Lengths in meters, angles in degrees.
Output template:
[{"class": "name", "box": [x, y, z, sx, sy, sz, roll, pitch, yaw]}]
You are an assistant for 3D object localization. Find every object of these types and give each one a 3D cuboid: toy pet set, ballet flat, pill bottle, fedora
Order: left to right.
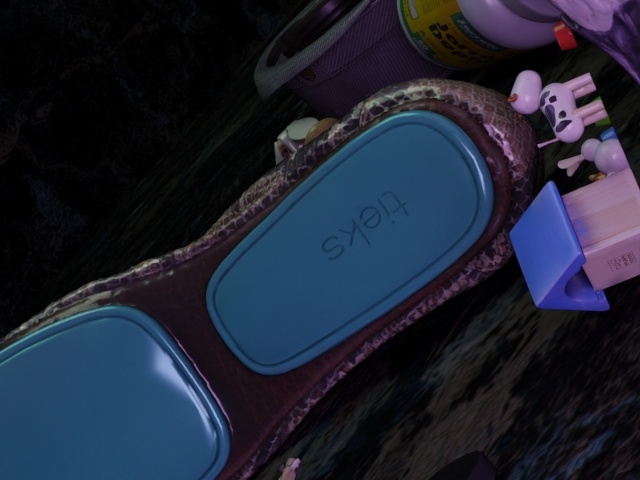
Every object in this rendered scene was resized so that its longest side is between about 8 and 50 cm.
[{"class": "ballet flat", "box": [-0.053, 0.062, 1.088, 0.483, 0.164, 0.182, -35, -6, 19]}, {"class": "ballet flat", "box": [-0.005, -0.087, 1.624, 0.080, 0.073, 0.232, -46, 10, -11]}, {"class": "fedora", "box": [0.064, -0.194, 1.622, 0.275, 0.124, 0.243, -32, 18, 41]}, {"class": "pill bottle", "box": [0.147, -0.206, 1.373, 0.117, 0.117, 0.208, -47, 11, -13]}, {"class": "toy pet set", "box": [0.118, -0.023, 0.817, 0.065, 0.122, 0.114, -23, 57, 11]}]

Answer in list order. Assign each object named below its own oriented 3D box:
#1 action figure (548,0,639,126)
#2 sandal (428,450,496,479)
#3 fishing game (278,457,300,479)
[{"class": "action figure", "box": [0.192, -0.102, 0.721, 0.164, 0.141, 0.275, -32, 14, 14]}, {"class": "sandal", "box": [0.015, 0.148, 0.714, 0.067, 0.040, 0.179, -33, 16, 49]}, {"class": "fishing game", "box": [-0.118, 0.218, 0.971, 0.264, 0.041, 0.189, -39, 15, 30]}]
